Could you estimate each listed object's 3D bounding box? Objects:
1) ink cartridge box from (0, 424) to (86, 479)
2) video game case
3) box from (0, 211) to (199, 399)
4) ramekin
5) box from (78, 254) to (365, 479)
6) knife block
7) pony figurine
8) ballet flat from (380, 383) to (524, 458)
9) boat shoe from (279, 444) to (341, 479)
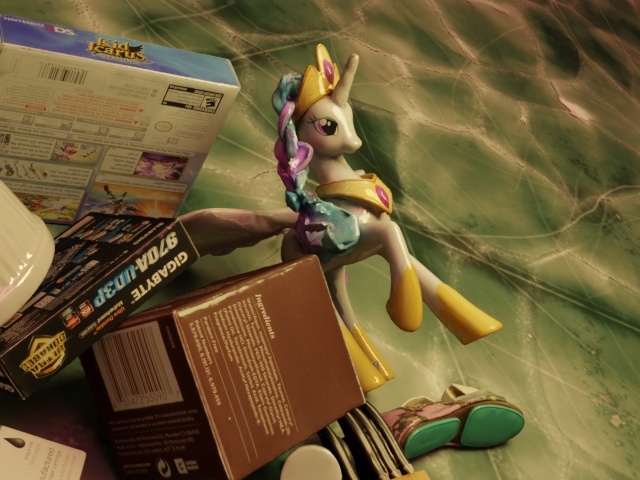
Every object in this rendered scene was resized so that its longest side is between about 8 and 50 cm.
[{"bbox_3d":[-0.315,0.226,0.816,0.190,0.082,0.140,23,38,-16],"label":"ink cartridge box"},{"bbox_3d":[-0.262,-0.121,1.102,0.269,0.244,0.061,6,43,-31],"label":"video game case"},{"bbox_3d":[-0.251,0.053,0.935,0.220,0.175,0.051,-42,119,-32],"label":"box"},{"bbox_3d":[-0.367,0.013,0.895,0.207,0.207,0.109,-81,150,-50],"label":"ramekin"},{"bbox_3d":[-0.098,0.131,0.960,0.203,0.168,0.167,-21,93,-47],"label":"box"},{"bbox_3d":[0.090,0.305,1.013,0.275,0.088,0.242,28,38,-7],"label":"knife block"},{"bbox_3d":[0.000,0.000,1.128,0.302,0.351,0.364,-19,79,-42],"label":"pony figurine"},{"bbox_3d":[0.156,0.216,1.183,0.221,0.077,0.079,-2,30,-37],"label":"ballet flat"},{"bbox_3d":[-0.022,0.304,0.906,0.077,0.070,0.219,14,76,1],"label":"boat shoe"}]
